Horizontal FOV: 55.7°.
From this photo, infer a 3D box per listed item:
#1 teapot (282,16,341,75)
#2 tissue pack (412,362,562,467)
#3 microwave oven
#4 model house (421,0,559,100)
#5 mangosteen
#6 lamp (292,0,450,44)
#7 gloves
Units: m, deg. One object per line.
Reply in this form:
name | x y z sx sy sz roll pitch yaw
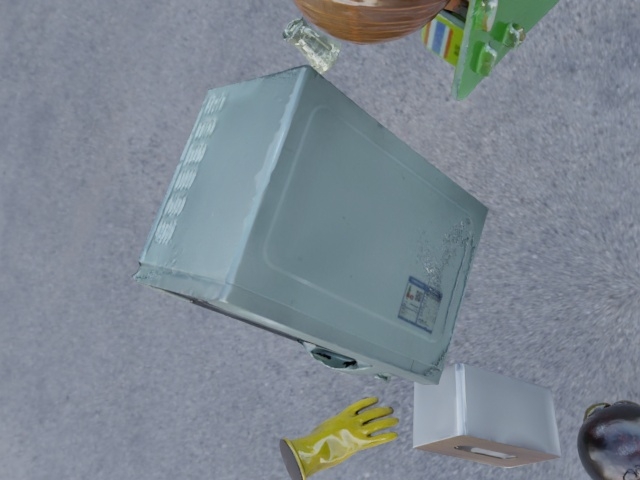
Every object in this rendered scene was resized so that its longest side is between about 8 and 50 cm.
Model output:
teapot | -0.013 -0.289 0.886 0.057 0.083 0.067 -60 21 -7
tissue pack | 0.319 0.346 1.183 0.159 0.246 0.136 -43 36 51
microwave oven | 0.000 0.000 0.623 0.181 0.295 0.238 4 71 49
model house | 0.093 -0.356 0.491 0.312 0.358 0.242 38 76 16
mangosteen | 0.644 0.434 1.277 0.209 0.210 0.210 -2 85 28
lamp | 0.036 -0.204 0.413 0.136 0.136 0.137 -2 85 28
gloves | 0.059 0.471 1.447 0.133 0.294 0.116 51 150 39
